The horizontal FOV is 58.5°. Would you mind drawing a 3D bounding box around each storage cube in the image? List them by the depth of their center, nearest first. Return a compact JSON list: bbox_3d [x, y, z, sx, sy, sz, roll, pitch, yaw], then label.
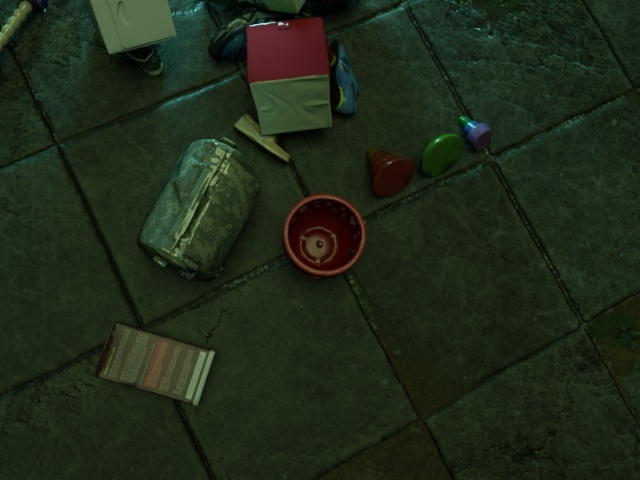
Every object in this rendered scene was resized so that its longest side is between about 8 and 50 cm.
[{"bbox_3d":[-0.070,-0.393,1.379,0.215,0.183,0.193,-5,60,0],"label":"storage cube"}]

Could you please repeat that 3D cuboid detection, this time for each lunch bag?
[{"bbox_3d":[-0.276,-0.064,1.292,0.213,0.256,0.305,26,78,-2],"label":"lunch bag"}]

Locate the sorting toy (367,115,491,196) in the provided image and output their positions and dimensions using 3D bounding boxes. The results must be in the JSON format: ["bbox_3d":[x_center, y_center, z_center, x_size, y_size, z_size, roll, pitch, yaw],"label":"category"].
[{"bbox_3d":[0.267,-0.244,1.493,0.366,0.127,0.126,-24,54,-14],"label":"sorting toy"}]

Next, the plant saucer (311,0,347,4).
[{"bbox_3d":[0.031,-0.680,1.525,0.199,0.036,0.198,-4,50,5],"label":"plant saucer"}]

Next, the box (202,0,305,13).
[{"bbox_3d":[-0.153,-0.694,1.450,0.322,0.058,0.232,17,70,24],"label":"box"}]

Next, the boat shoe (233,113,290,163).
[{"bbox_3d":[-0.139,-0.260,1.445,0.170,0.063,0.059,36,83,1],"label":"boat shoe"}]

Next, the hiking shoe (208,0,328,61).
[{"bbox_3d":[-0.136,-0.517,1.467,0.304,0.113,0.132,-26,83,-11],"label":"hiking shoe"}]

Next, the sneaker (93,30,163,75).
[{"bbox_3d":[-0.484,-0.491,1.431,0.192,0.086,0.064,30,77,-1],"label":"sneaker"}]

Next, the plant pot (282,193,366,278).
[{"bbox_3d":[0.000,0.000,1.357,0.191,0.174,0.191,1,80,-8],"label":"plant pot"}]

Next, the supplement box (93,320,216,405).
[{"bbox_3d":[-0.373,0.281,1.309,0.239,0.073,0.130,18,77,-5],"label":"supplement box"}]

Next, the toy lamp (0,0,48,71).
[{"bbox_3d":[-0.775,-0.497,1.402,0.080,0.080,0.274,30,75,-1],"label":"toy lamp"}]

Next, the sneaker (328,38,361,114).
[{"bbox_3d":[0.060,-0.427,1.509,0.082,0.069,0.209,6,70,-34],"label":"sneaker"}]

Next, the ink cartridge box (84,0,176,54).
[{"bbox_3d":[-0.467,-0.577,1.350,0.168,0.171,0.232,-22,46,-16],"label":"ink cartridge box"}]
